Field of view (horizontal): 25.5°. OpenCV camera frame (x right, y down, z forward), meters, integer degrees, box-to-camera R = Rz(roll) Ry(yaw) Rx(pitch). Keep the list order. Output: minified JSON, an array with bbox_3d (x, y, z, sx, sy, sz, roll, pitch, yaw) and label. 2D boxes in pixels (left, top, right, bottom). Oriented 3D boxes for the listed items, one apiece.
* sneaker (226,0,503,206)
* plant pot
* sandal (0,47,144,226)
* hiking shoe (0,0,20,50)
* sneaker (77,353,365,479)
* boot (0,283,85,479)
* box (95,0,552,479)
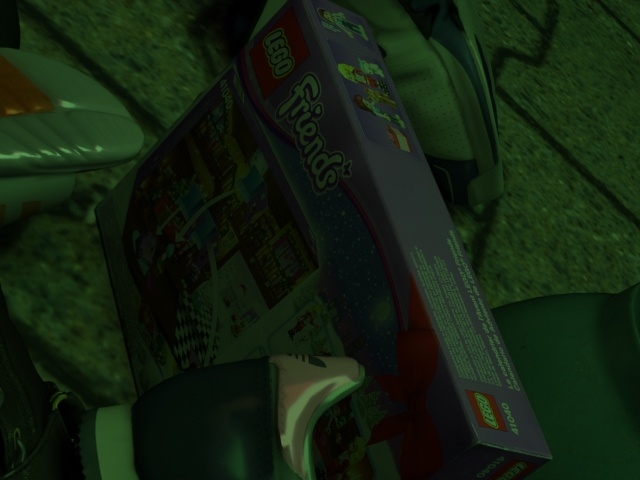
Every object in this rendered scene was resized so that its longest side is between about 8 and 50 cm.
[{"bbox_3d":[0.029,-0.165,1.131,0.127,0.182,0.315,-86,156,-50],"label":"sneaker"},{"bbox_3d":[0.185,0.147,0.880,0.293,0.196,0.293,33,33,-25],"label":"plant pot"},{"bbox_3d":[-0.221,-0.038,0.713,0.265,0.076,0.102,-9,44,-32],"label":"sandal"},{"bbox_3d":[-0.230,-0.213,0.857,0.132,0.113,0.304,4,51,-50],"label":"hiking shoe"},{"bbox_3d":[0.012,0.199,0.581,0.112,0.131,0.319,-169,-122,-87],"label":"sneaker"},{"bbox_3d":[-0.138,0.064,0.547,0.263,0.091,0.229,-87,155,-82],"label":"boot"},{"bbox_3d":[-0.016,0.039,0.744,0.057,0.201,0.293,18,41,-41],"label":"box"}]
